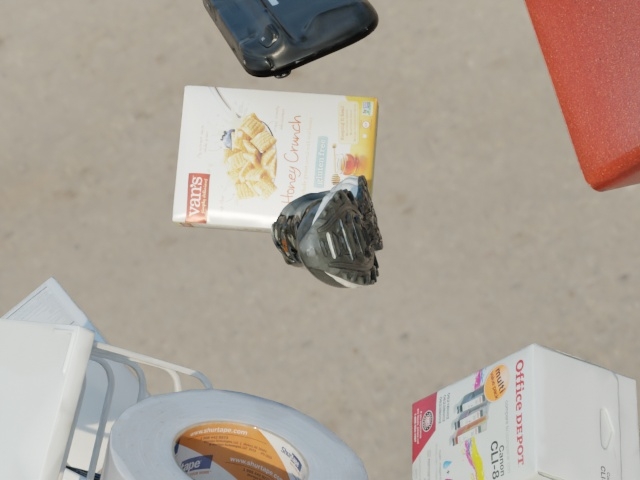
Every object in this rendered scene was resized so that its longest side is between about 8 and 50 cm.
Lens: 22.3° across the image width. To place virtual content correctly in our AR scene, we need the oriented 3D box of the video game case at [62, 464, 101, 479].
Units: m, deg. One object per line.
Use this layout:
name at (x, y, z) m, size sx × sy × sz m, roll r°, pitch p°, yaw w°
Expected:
video game case at (-0.205, 0.304, 1.852) m, size 0.173 × 0.190 × 0.022 m, roll 23°, pitch 83°, yaw 18°

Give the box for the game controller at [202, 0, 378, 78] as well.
game controller at (-0.042, -0.282, 1.947) m, size 0.166 × 0.067 × 0.319 m, roll -16°, pitch 30°, yaw -9°

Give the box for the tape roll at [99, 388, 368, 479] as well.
tape roll at (-0.073, 0.209, 1.340) m, size 0.219 × 0.072 × 0.219 m, roll 12°, pitch 24°, yaw -6°

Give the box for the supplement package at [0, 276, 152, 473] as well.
supplement package at (-0.323, 0.174, 2.080) m, size 0.139 × 0.134 × 0.244 m, roll -39°, pitch 32°, yaw -7°

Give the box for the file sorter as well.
file sorter at (-0.252, 0.189, 1.561) m, size 0.277 × 0.173 × 0.193 m, roll 0°, pitch 74°, yaw 53°

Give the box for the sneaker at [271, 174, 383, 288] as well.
sneaker at (0.000, 0.000, 1.651) m, size 0.108 × 0.100 × 0.271 m, roll -15°, pitch 6°, yaw 7°

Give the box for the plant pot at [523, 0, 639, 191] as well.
plant pot at (0.346, -0.217, 1.337) m, size 0.267 × 0.267 × 0.235 m, roll -11°, pitch -10°, yaw -42°

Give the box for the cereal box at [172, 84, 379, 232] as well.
cereal box at (-0.054, -0.095, 1.980) m, size 0.240 × 0.173 × 0.047 m, roll 4°, pitch -7°, yaw 5°

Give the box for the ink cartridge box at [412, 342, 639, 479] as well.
ink cartridge box at (0.184, 0.191, 1.464) m, size 0.176 × 0.127 × 0.128 m, roll -34°, pitch 44°, yaw 46°
